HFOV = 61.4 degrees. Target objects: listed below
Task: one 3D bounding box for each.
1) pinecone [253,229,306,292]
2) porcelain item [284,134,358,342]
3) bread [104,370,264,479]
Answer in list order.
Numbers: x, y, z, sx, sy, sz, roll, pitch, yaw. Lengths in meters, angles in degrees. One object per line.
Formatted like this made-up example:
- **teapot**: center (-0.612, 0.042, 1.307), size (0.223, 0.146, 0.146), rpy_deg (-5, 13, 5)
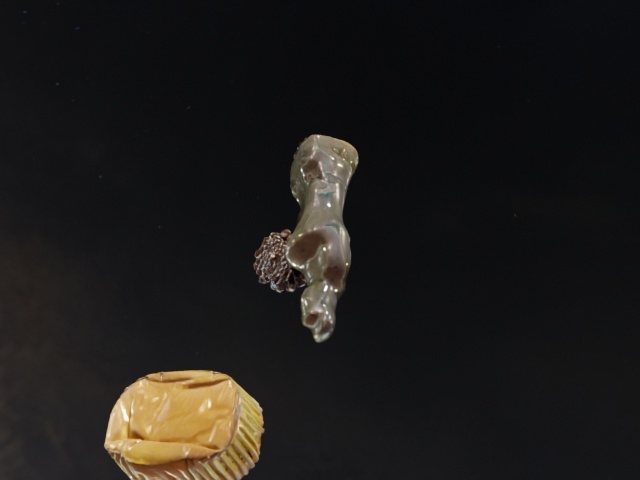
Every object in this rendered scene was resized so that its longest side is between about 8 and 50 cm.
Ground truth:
- **pinecone**: center (-0.075, 0.048, 1.182), size (0.140, 0.140, 0.121), rpy_deg (-44, -40, 23)
- **porcelain item**: center (0.000, 0.000, 0.520), size (0.069, 0.215, 0.081), rpy_deg (15, -40, -18)
- **bread**: center (-0.256, 0.375, 1.048), size (0.288, 0.204, 0.156), rpy_deg (-12, -47, 10)
